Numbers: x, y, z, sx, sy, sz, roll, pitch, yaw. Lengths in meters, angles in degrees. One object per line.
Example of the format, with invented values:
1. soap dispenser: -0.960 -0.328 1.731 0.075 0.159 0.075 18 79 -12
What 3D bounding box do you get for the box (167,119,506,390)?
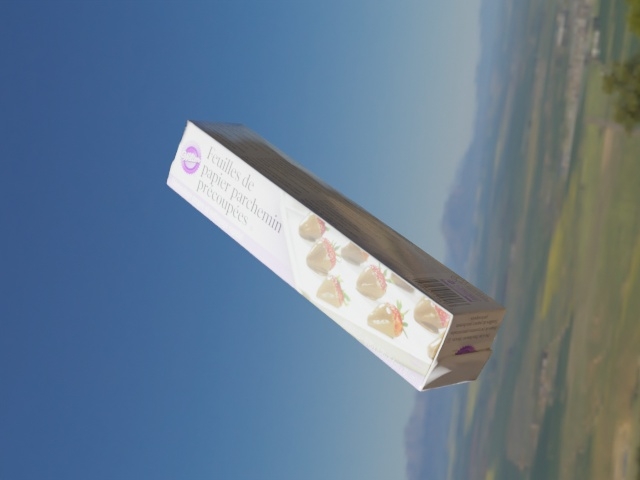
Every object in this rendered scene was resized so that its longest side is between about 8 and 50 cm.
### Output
1. box: 0.000 0.000 0.846 0.067 0.324 0.063 -1 -62 -45
